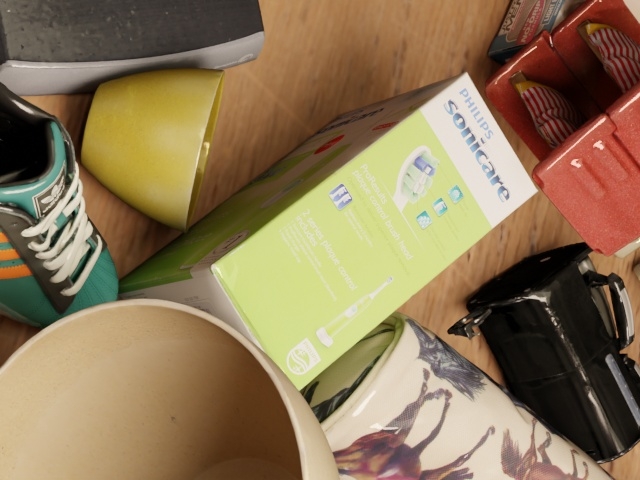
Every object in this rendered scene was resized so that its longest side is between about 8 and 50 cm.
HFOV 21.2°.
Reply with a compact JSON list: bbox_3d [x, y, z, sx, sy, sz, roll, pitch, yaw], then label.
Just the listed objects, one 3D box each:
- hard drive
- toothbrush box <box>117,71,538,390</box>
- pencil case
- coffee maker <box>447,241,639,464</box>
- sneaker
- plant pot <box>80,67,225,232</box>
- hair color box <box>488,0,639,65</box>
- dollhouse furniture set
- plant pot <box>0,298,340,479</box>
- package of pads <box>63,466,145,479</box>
[{"bbox_3d":[-0.167,-0.212,1.401,0.254,0.054,0.172,-11,90,-30],"label":"hard drive"},{"bbox_3d":[0.000,0.000,1.386,0.283,0.206,0.122,-37,102,-27],"label":"toothbrush box"},{"bbox_3d":[0.137,0.226,1.464,0.410,0.160,0.183,40,97,-19],"label":"pencil case"},{"bbox_3d":[0.210,0.115,1.550,0.171,0.120,0.178,-29,99,-19],"label":"coffee maker"},{"bbox_3d":[-0.224,-0.026,1.264,0.302,0.121,0.108,52,55,-42],"label":"sneaker"},{"bbox_3d":[-0.138,-0.082,1.374,0.095,0.134,0.134,13,77,-1],"label":"plant pot"},{"bbox_3d":[0.348,-0.169,1.654,0.347,0.105,0.174,31,74,-23],"label":"hair color box"},{"bbox_3d":[0.321,-0.026,1.513,0.152,0.201,0.374,-38,118,11],"label":"dollhouse furniture set"},{"bbox_3d":[-0.095,0.202,1.186,0.191,0.284,0.284,34,65,-58],"label":"plant pot"},{"bbox_3d":[-0.169,0.263,1.322,0.229,0.101,0.296,39,68,-20],"label":"package of pads"}]
